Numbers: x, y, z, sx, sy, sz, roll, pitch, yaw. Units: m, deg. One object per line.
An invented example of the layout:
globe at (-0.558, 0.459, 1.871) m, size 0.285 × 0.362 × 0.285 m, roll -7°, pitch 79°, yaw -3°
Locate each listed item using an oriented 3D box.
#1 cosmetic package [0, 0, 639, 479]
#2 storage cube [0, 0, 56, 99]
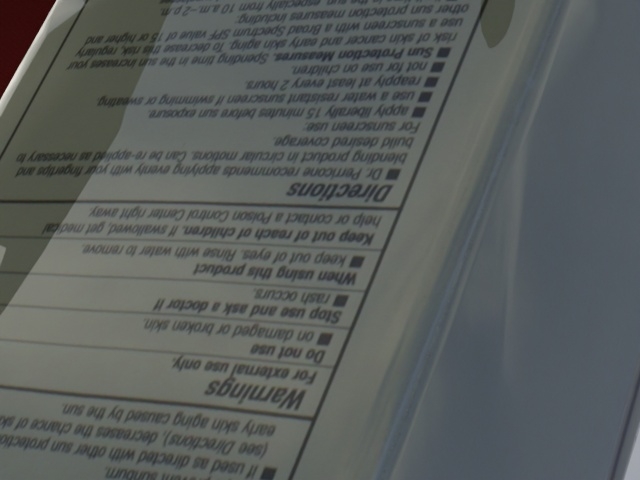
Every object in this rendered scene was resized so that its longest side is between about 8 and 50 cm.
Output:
cosmetic package at (0.000, 0.000, 0.447) m, size 0.160 × 0.309 × 0.113 m, roll 3°, pitch -34°, yaw 34°
storage cube at (-0.181, -0.083, 0.971) m, size 0.215 × 0.193 × 0.184 m, roll 47°, pitch -4°, yaw -20°
